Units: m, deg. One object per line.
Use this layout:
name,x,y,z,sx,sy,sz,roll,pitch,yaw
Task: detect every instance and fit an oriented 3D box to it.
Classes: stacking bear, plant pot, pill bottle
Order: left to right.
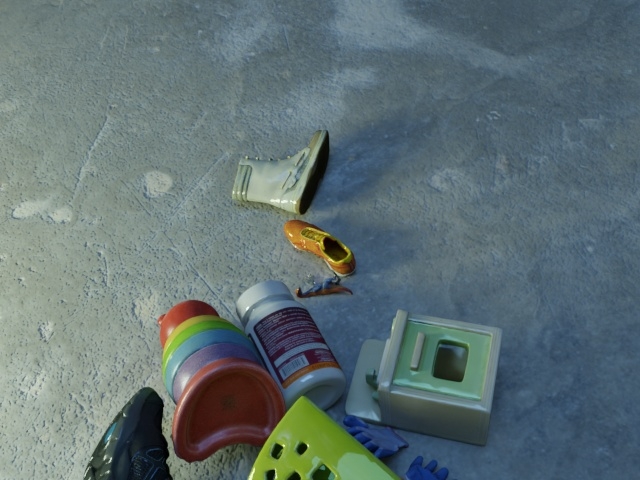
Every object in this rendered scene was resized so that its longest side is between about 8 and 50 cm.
stacking bear,-0.187,0.196,1.263,0.176,0.164,0.289,-8,25,-21
pill bottle,-0.055,0.178,1.302,0.121,0.121,0.221,-24,53,-11
plant pot,0.002,0.388,1.069,0.227,0.228,0.207,37,70,29

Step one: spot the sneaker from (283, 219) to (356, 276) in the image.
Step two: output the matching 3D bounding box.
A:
sneaker,0.000,0.000,1.472,0.175,0.067,0.064,30,63,29

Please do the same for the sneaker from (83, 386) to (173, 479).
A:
sneaker,-0.266,0.354,1.122,0.140,0.125,0.340,29,26,-15

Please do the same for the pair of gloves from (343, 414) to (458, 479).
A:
pair of gloves,0.120,0.325,1.157,0.198,0.159,0.023,38,100,29

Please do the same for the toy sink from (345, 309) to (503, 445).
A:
toy sink,0.162,0.211,1.241,0.234,0.131,0.152,9,53,15

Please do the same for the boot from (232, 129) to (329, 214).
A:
boot,-0.078,-0.155,1.599,0.165,0.077,0.213,11,57,18

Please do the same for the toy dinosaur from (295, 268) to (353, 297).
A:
toy dinosaur,-0.002,0.087,1.421,0.082,0.047,0.090,-41,67,-2
